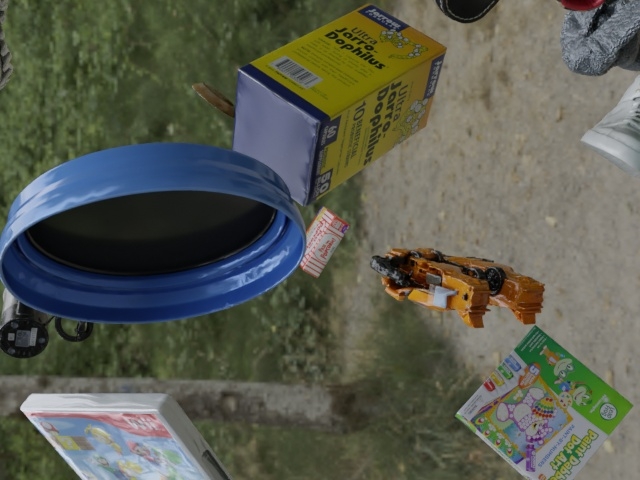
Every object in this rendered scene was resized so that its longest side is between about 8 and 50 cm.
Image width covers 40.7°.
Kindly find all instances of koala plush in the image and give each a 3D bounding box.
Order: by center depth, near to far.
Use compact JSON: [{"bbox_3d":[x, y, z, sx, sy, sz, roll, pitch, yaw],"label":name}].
[{"bbox_3d":[0.623,-0.410,1.764,0.203,0.221,0.196,-56,44,26],"label":"koala plush"}]

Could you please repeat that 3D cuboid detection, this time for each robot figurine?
[{"bbox_3d":[0.208,0.069,1.395,0.291,0.211,0.085,18,105,61],"label":"robot figurine"}]

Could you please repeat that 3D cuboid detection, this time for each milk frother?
[{"bbox_3d":[-0.481,0.128,1.513,0.129,0.143,0.135,-57,28,19],"label":"milk frother"}]

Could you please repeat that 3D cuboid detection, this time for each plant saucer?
[{"bbox_3d":[-0.164,-0.225,1.356,0.015,0.083,0.083,-51,16,11],"label":"plant saucer"}]

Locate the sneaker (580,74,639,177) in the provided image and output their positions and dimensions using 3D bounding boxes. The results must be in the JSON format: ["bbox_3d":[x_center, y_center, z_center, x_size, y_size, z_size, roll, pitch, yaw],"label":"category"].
[{"bbox_3d":[0.507,-0.198,1.377,0.169,0.108,0.292,-54,-2,16],"label":"sneaker"}]

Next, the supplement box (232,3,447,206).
[{"bbox_3d":[0.035,-0.255,1.571,0.195,0.356,0.194,37,141,23],"label":"supplement box"}]

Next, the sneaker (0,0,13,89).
[{"bbox_3d":[-0.538,-0.334,1.317,0.118,0.110,0.292,-94,6,-49],"label":"sneaker"}]

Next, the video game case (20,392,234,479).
[{"bbox_3d":[-0.169,0.267,0.921,0.285,0.204,0.025,62,-141,-29],"label":"video game case"}]

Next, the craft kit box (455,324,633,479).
[{"bbox_3d":[0.442,0.339,1.711,0.250,0.246,0.061,-46,-14,-13],"label":"craft kit box"}]

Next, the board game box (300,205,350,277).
[{"bbox_3d":[0.000,0.000,2.062,0.147,0.045,0.193,-58,13,3],"label":"board game box"}]

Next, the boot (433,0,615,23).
[{"bbox_3d":[0.272,-0.378,1.068,0.377,0.138,0.284,-56,31,39],"label":"boot"}]

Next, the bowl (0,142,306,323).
[{"bbox_3d":[-0.214,0.001,1.122,0.391,0.391,0.077,104,158,-62],"label":"bowl"}]
